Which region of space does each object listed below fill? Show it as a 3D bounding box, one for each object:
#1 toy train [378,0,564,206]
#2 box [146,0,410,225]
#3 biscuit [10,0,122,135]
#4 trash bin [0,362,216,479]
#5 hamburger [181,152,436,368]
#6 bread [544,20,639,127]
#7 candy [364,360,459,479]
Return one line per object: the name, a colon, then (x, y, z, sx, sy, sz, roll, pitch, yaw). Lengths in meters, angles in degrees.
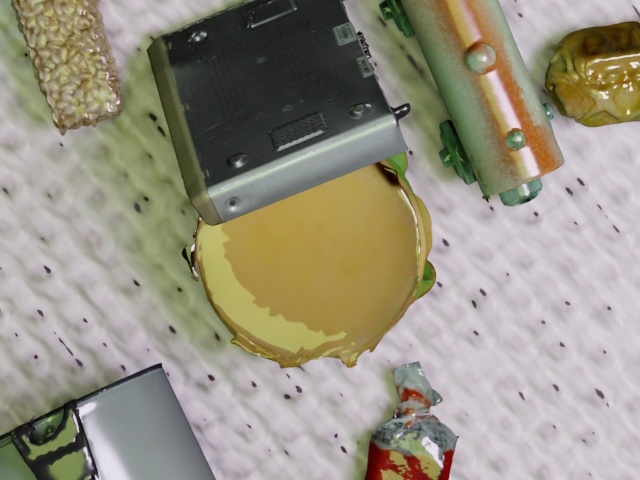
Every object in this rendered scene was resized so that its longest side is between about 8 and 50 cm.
toy train: (0.140, -0.165, 1.598, 0.116, 0.177, 0.285, -22, 94, 1)
box: (-0.041, -0.138, 1.566, 0.211, 0.270, 0.045, -21, 130, 3)
biscuit: (-0.238, -0.188, 1.645, 0.082, 0.070, 0.168, -18, 92, -3)
trash bin: (-0.188, 0.276, 1.596, 0.217, 0.277, 0.262, -26, 86, -2)
hamburger: (0.000, 0.000, 1.626, 0.237, 0.149, 0.237, 1, 99, 7)
bread: (0.345, -0.165, 1.645, 0.269, 0.087, 0.098, -7, 96, -1)
candy: (0.080, 0.261, 1.692, 0.086, 0.059, 0.292, 10, 94, 2)
